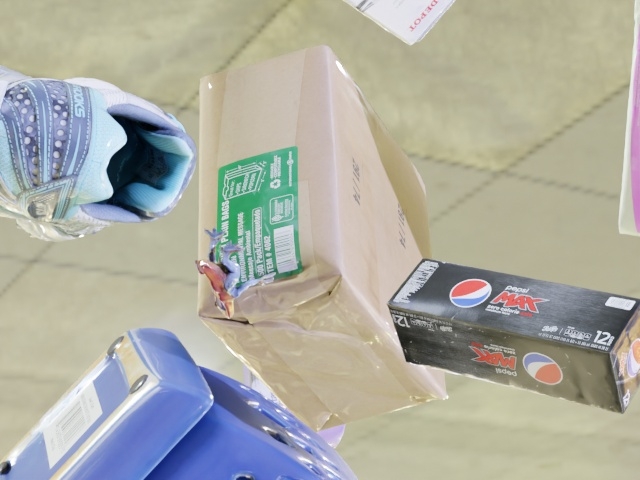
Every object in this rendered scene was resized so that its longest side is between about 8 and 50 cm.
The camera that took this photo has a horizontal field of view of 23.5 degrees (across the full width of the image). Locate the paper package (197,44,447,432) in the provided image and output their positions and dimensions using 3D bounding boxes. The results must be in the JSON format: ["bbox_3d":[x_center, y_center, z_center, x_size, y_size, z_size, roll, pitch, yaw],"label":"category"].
[{"bbox_3d":[0.000,0.000,1.693,0.168,0.325,0.309,-17,142,19],"label":"paper package"}]

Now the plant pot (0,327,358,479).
[{"bbox_3d":[-0.116,0.207,1.151,0.212,0.236,0.236,44,178,-17],"label":"plant pot"}]

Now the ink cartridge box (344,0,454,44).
[{"bbox_3d":[0.081,-0.348,1.882,0.190,0.082,0.140,28,112,-39],"label":"ink cartridge box"}]

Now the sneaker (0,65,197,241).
[{"bbox_3d":[-0.130,-0.042,0.944,0.122,0.110,0.283,11,-175,13],"label":"sneaker"}]

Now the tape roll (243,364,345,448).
[{"bbox_3d":[-0.033,0.169,1.903,0.080,0.189,0.189,-5,157,-18],"label":"tape roll"}]

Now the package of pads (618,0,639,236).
[{"bbox_3d":[0.439,-0.126,1.598,0.229,0.101,0.297,12,124,23],"label":"package of pads"}]

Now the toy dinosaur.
[{"bbox_3d":[-0.080,0.031,1.177,0.090,0.047,0.082,-30,138,-45],"label":"toy dinosaur"}]

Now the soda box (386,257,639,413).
[{"bbox_3d":[0.132,0.061,1.024,0.169,0.053,0.060,12,137,35],"label":"soda box"}]
